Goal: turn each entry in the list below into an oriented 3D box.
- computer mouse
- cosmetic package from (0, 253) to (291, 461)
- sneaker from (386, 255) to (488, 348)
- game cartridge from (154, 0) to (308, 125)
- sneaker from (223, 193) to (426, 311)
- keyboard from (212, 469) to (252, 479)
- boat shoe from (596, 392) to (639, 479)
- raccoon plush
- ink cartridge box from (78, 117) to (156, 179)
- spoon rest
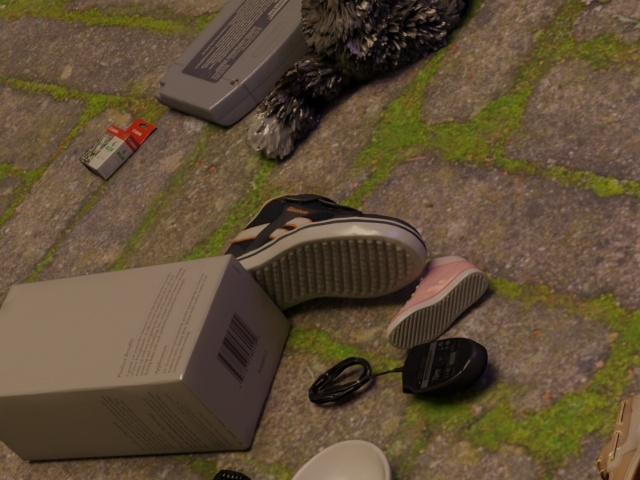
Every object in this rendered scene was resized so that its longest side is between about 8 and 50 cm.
[{"bbox_3d":[0.088,0.156,1.706,0.242,0.041,0.071,-13,45,38],"label":"computer mouse"},{"bbox_3d":[-0.245,0.149,1.878,0.365,0.155,0.197,-8,47,34],"label":"cosmetic package"},{"bbox_3d":[0.126,0.068,1.749,0.134,0.051,0.070,-38,33,1],"label":"sneaker"},{"bbox_3d":[-0.103,-0.299,2.302,0.294,0.060,0.196,-50,36,-14],"label":"game cartridge"},{"bbox_3d":[0.000,0.000,1.838,0.321,0.126,0.127,-13,43,40],"label":"sneaker"},{"bbox_3d":[-0.134,0.337,1.694,0.100,0.038,0.192,6,57,42],"label":"keyboard"},{"bbox_3d":[0.296,0.215,1.457,0.059,0.063,0.170,-8,38,37],"label":"boat shoe"},{"bbox_3d":[0.017,-0.353,2.056,0.216,0.299,0.446,16,63,46],"label":"raccoon plush"},{"bbox_3d":[-0.312,-0.149,2.335,0.115,0.029,0.063,-48,38,-12],"label":"ink cartridge box"},{"bbox_3d":[0.043,0.301,1.551,0.137,0.084,0.276,-39,39,-1],"label":"spoon rest"}]
